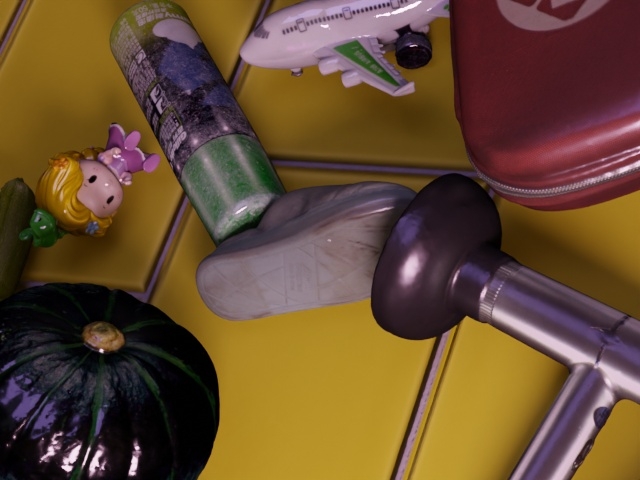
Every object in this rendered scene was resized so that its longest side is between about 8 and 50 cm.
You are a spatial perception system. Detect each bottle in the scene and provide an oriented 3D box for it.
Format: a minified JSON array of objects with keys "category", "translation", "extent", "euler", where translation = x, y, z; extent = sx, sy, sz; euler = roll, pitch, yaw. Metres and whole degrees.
[{"category":"bottle","translation":[-0.122,-0.115,1.851],"extent":[0.093,0.093,0.330],"euler":[-33,50,3]}]

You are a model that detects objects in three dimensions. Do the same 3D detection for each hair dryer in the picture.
[{"category":"hair dryer","translation":[0.146,0.127,1.516],"extent":[0.284,0.155,0.320],"euler":[-41,57,-18]}]

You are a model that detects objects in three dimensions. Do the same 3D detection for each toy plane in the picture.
[{"category":"toy plane","translation":[0.040,-0.220,1.837],"extent":[0.255,0.101,0.251],"euler":[-20,52,19]}]

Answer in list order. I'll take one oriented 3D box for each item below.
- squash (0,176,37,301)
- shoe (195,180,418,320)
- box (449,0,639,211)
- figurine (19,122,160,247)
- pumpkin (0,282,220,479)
[{"category":"squash","translation":[-0.345,0.039,1.873],"extent":[0.069,0.069,0.239],"euler":[1,60,27]},{"category":"shoe","translation":[0.000,0.000,1.700],"extent":[0.251,0.103,0.100],"euler":[-19,29,25]},{"category":"box","translation":[0.238,-0.214,1.639],"extent":[0.263,0.108,0.404],"euler":[-20,51,24]},{"category":"figurine","translation":[-0.252,-0.048,1.875],"extent":[0.156,0.095,0.115],"euler":[-51,19,-24]},{"category":"pumpkin","translation":[-0.222,0.172,1.626],"extent":[0.248,0.248,0.248],"euler":[-13,53,19]}]
